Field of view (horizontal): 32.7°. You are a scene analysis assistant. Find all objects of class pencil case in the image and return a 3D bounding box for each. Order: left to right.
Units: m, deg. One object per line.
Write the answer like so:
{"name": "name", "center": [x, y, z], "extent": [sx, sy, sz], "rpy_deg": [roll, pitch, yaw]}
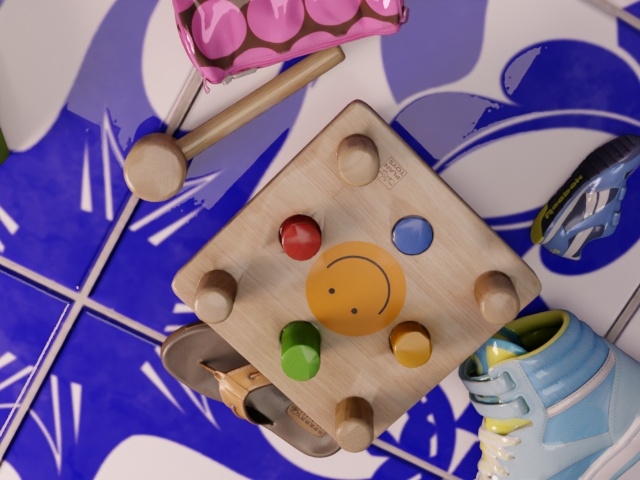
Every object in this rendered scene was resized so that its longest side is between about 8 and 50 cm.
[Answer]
{"name": "pencil case", "center": [-0.022, -0.205, 0.973], "extent": [0.209, 0.095, 0.098], "rpy_deg": [-17, 84, 2]}

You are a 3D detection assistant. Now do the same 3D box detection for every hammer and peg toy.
{"name": "hammer and peg toy", "center": [0.000, 0.000, 1.008], "extent": [0.266, 0.127, 0.361], "rpy_deg": [-43, 102, 12]}

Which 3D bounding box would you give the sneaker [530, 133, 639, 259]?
{"name": "sneaker", "center": [0.270, -0.041, 1.063], "extent": [0.059, 0.053, 0.144], "rpy_deg": [35, 111, -12]}

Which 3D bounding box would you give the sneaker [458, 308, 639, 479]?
{"name": "sneaker", "center": [0.180, 0.202, 1.100], "extent": [0.208, 0.127, 0.319], "rpy_deg": [41, 92, -16]}

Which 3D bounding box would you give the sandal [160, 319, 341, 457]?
{"name": "sandal", "center": [-0.061, 0.157, 1.101], "extent": [0.219, 0.060, 0.090], "rpy_deg": [40, 101, -14]}

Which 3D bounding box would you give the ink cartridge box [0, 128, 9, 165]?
{"name": "ink cartridge box", "center": [-0.413, -0.158, 0.961], "extent": [0.189, 0.097, 0.255], "rpy_deg": [-14, 109, 1]}
